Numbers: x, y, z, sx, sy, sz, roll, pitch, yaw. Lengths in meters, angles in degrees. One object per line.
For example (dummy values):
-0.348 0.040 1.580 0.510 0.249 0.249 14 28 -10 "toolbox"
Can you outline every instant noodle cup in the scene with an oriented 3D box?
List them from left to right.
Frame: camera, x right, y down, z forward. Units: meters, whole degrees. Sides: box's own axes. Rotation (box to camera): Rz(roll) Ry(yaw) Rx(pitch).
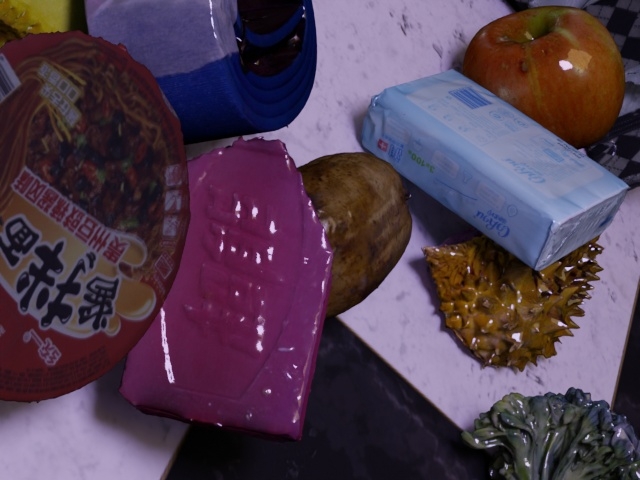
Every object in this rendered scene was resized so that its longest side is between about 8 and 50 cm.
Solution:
-0.220 -0.022 0.857 0.274 0.090 0.274 -22 118 -49 "instant noodle cup"

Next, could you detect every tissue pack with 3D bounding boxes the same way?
0.193 -0.084 1.304 0.263 0.089 0.177 39 39 24 "tissue pack"

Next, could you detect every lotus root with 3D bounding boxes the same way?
0.000 0.000 1.135 0.260 0.128 0.145 -38 106 -45 "lotus root"

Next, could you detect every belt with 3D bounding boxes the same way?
-0.092 -0.201 1.052 0.347 0.117 0.213 -52 134 -70 "belt"

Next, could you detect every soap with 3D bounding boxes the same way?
-0.073 0.037 0.991 0.162 0.099 0.250 10 77 3 "soap"

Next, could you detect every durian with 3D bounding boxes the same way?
0.264 0.038 1.371 0.341 0.112 0.191 -21 83 -48 "durian"

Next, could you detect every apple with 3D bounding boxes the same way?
0.280 -0.194 1.447 0.196 0.196 0.196 20 57 -35 "apple"

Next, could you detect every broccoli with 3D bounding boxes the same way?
0.227 0.264 1.205 0.274 0.177 0.199 -36 101 -35 "broccoli"

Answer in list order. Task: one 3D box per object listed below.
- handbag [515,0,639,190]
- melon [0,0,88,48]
0.417 -0.294 1.548 0.180 0.316 0.416 -38 102 -47 "handbag"
-0.270 -0.122 0.944 0.169 0.129 0.265 10 91 -55 "melon"
